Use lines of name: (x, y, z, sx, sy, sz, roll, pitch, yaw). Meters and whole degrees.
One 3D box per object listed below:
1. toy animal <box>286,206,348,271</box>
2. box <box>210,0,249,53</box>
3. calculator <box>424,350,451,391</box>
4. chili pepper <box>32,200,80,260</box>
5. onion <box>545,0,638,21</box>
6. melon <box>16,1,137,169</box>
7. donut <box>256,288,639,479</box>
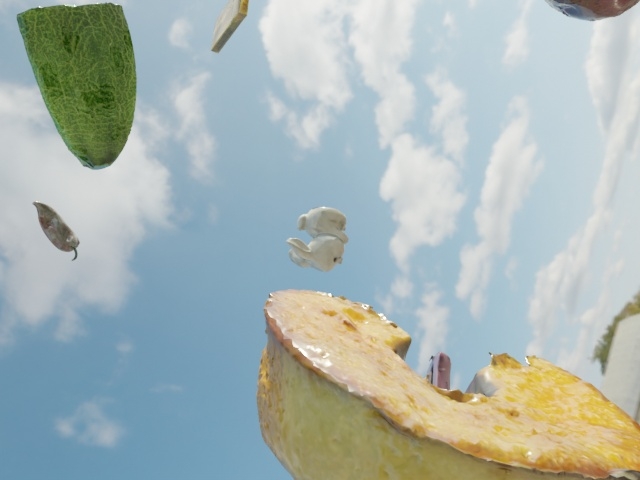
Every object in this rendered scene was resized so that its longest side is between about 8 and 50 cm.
toy animal: (-0.005, -0.005, 1.726, 0.127, 0.178, 0.193, 107, -179, -66)
box: (-0.196, -0.483, 1.224, 0.022, 0.156, 0.089, 13, -109, -29)
calculator: (0.266, 0.397, 1.351, 0.294, 0.043, 0.194, 96, -177, -54)
chili pepper: (-0.587, -0.023, 1.258, 0.153, 0.041, 0.050, 51, -146, -5)
onion: (0.466, -0.473, 0.954, 0.206, 0.216, 0.207, -52, -53, -34)
melon: (-0.463, -0.296, 1.129, 0.196, 0.124, 0.324, -17, -68, -28)
donut: (0.116, 0.204, 0.609, 0.377, 0.435, 0.164, -23, -50, -80)
